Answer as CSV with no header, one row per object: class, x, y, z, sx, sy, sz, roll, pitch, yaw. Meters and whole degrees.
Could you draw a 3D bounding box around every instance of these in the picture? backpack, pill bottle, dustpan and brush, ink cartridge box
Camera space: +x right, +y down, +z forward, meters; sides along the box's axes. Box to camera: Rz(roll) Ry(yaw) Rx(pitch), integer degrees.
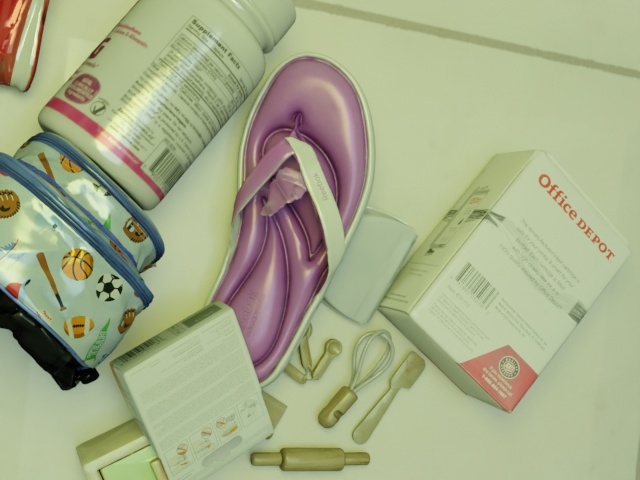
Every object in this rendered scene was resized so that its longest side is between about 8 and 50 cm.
backpack,-0.281,0.020,0.896,0.276,0.263,0.213,40,79,-17
pill bottle,-0.164,-0.187,0.985,0.160,0.160,0.283,42,78,-17
dustpan and brush,0.000,0.000,1.118,0.211,0.060,0.147,27,96,-26
ink cartridge box,0.245,0.050,1.172,0.207,0.117,0.283,44,78,-16
ink cartridge box,-0.140,0.178,0.997,0.145,0.045,0.179,-30,121,-28

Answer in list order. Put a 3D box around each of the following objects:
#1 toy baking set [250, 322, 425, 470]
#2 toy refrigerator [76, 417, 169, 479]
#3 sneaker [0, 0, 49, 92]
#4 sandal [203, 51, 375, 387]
toy baking set,0.017,0.204,1.134,0.256,0.030,0.197,10,93,-21
toy refrigerator,-0.185,0.350,1.037,0.102,0.094,0.270,-23,100,-18
sneaker,-0.357,-0.281,0.950,0.128,0.087,0.221,9,88,-22
sandal,-0.038,-0.016,1.035,0.169,0.102,0.417,14,93,3
